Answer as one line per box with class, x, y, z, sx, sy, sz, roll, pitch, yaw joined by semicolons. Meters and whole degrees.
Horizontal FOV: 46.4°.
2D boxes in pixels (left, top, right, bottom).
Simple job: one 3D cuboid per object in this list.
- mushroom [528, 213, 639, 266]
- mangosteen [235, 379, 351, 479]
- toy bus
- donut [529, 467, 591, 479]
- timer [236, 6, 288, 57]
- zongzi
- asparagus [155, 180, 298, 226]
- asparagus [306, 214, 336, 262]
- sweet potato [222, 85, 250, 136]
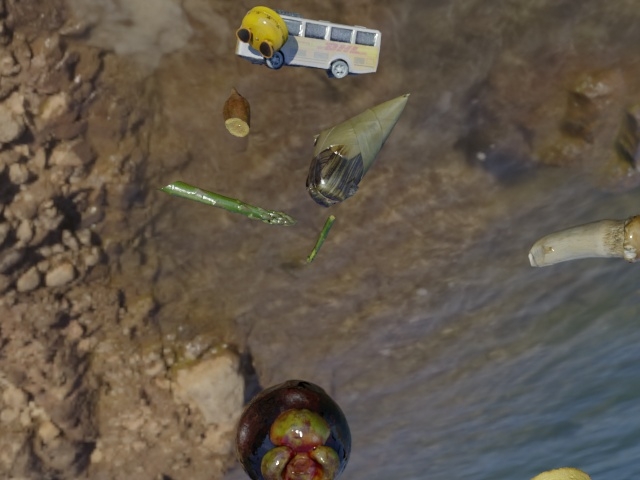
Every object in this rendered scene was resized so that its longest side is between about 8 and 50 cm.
mushroom;0.417;0.006;1.170;0.084;0.071;0.209;-31;-169;-39
mangosteen;-0.044;0.335;1.241;0.210;0.210;0.210;-7;144;-5
toy bus;-0.028;-0.468;1.795;0.343;0.097;0.138;7;103;-12
donut;0.464;0.530;1.454;0.174;0.074;0.190;-1;126;-5
timer;-0.119;-0.471;1.655;0.107;0.109;0.107;24;150;15
zongzi;0.109;-0.253;2.026;0.154;0.289;0.317;40;123;-23
asparagus;-0.148;-0.058;1.203;0.236;0.034;0.027;16;101;-9
asparagus;0.000;0.000;1.444;0.015;0.018;0.127;26;128;-3
sweet potato;-0.146;-0.227;1.278;0.049;0.117;0.049;-7;141;-6
